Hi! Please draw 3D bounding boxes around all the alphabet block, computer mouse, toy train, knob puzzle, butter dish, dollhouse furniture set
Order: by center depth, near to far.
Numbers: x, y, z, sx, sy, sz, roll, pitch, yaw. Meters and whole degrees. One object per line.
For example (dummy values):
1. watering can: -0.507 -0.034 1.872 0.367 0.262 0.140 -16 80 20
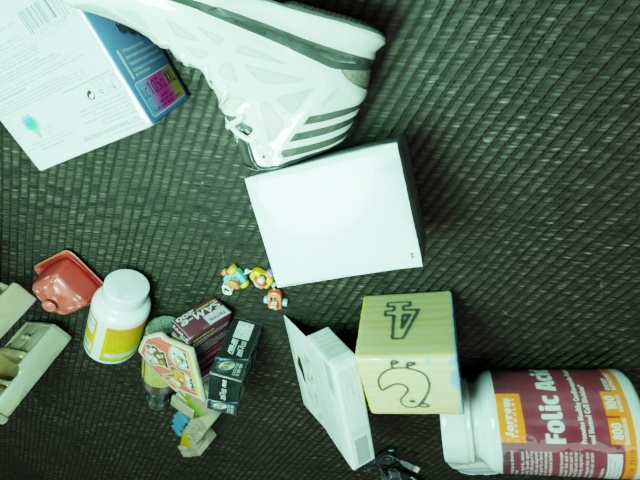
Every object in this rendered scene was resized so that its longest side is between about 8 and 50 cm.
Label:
1. alphabet block: 0.197 0.241 0.961 0.197 0.193 0.192 -7 122 17
2. toy train: -0.159 0.118 1.040 0.166 0.046 0.125 10 127 4
3. knob puzzle: -0.371 0.300 1.069 0.213 0.030 0.213 15 125 23
4. dollhouse furniture set: -0.891 0.234 1.102 0.362 0.256 0.394 -3 135 32
5. butter dish: -0.644 0.128 1.108 0.159 0.118 0.160 -21 119 26
6. computer mouse: 0.270 0.738 1.393 0.262 0.060 0.184 37 129 -1

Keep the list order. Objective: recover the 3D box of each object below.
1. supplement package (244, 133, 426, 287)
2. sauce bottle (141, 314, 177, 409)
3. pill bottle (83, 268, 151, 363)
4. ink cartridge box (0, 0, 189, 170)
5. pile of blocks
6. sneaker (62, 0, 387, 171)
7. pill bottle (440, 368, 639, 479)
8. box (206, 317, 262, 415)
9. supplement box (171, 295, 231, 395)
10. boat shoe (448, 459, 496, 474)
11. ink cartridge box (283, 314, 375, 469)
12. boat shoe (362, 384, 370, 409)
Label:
1. supplement package: 0.036 -0.053 0.781 0.261 0.145 0.204 -10 106 18
2. sauce bottle: -0.441 0.352 1.233 0.111 0.111 0.344 20 128 -3
3. pill bottle: -0.503 0.188 1.108 0.136 0.136 0.246 27 126 -7
4. ink cartridge box: -0.439 -0.344 0.700 0.270 0.151 0.396 -14 123 20
5. pile of blocks: -0.360 0.503 1.335 0.149 0.112 0.362 31 123 10
6. sneaker: -0.145 -0.231 0.642 0.447 0.169 0.258 9 117 -13
7. pill bottle: 0.475 0.405 1.000 0.392 0.224 0.224 -6 124 15
8. box: -0.214 0.311 1.108 0.077 0.180 0.147 15 128 1
9. supplement box: -0.307 0.268 1.121 0.073 0.130 0.239 36 130 21
10. boat shoe: 0.475 0.616 1.252 0.227 0.079 0.081 -20 128 30
11. ink cartridge box: 0.017 0.341 1.057 0.066 0.261 0.296 -20 114 -21
12. boat shoe: 0.136 0.378 1.132 0.302 0.109 0.098 -27 122 34
